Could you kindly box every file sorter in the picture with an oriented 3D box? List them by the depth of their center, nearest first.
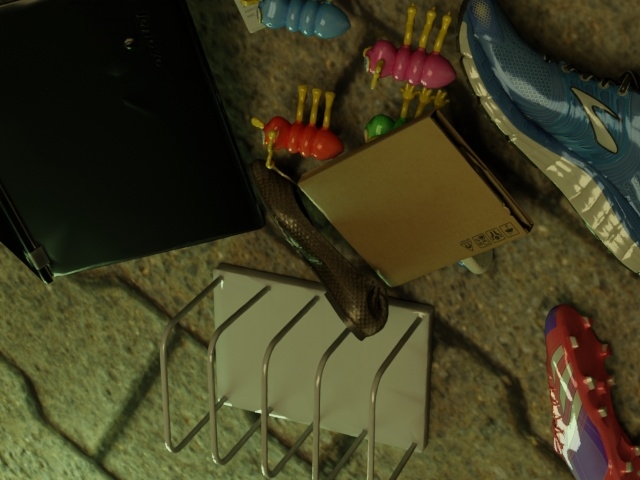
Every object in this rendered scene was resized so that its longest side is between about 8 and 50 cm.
[{"bbox_3d":[-0.031,0.169,1.483,0.278,0.173,0.192,11,117,22],"label":"file sorter"}]

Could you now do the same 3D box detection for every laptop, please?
[{"bbox_3d":[-0.320,-0.166,1.470,0.408,0.236,0.382,34,153,39],"label":"laptop"}]

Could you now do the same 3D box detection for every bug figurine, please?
[{"bbox_3d":[0.029,-0.154,1.287,0.216,0.072,0.279,10,147,7],"label":"bug figurine"}]

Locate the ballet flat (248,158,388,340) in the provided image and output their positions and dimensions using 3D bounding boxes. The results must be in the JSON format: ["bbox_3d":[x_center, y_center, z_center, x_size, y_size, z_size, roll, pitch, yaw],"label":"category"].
[{"bbox_3d":[0.000,0.000,1.419,0.058,0.084,0.250,-38,66,8],"label":"ballet flat"}]

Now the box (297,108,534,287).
[{"bbox_3d":[0.095,-0.039,1.324,0.201,0.021,0.164,-24,115,44],"label":"box"}]

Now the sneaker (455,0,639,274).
[{"bbox_3d":[0.264,-0.127,1.247,0.330,0.130,0.147,46,110,-4],"label":"sneaker"}]

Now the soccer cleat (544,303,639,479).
[{"bbox_3d":[0.282,0.187,1.398,0.095,0.083,0.248,-14,109,35],"label":"soccer cleat"}]

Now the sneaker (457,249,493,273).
[{"bbox_3d":[0.117,-0.018,1.394,0.085,0.058,0.152,-26,112,45],"label":"sneaker"}]

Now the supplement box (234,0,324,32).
[{"bbox_3d":[-0.053,-0.339,1.289,0.114,0.111,0.220,-19,103,32],"label":"supplement box"}]
